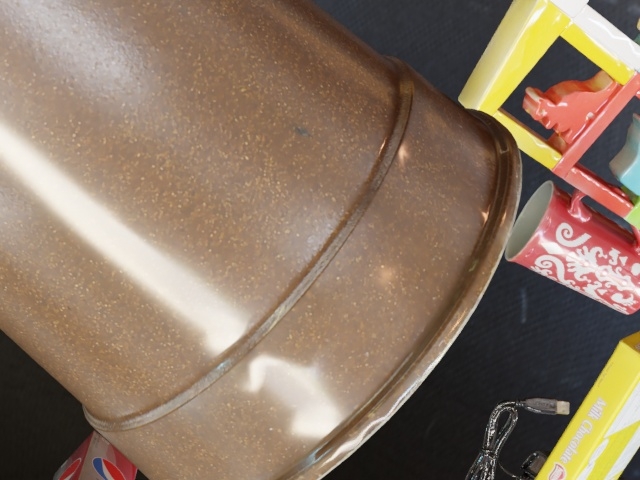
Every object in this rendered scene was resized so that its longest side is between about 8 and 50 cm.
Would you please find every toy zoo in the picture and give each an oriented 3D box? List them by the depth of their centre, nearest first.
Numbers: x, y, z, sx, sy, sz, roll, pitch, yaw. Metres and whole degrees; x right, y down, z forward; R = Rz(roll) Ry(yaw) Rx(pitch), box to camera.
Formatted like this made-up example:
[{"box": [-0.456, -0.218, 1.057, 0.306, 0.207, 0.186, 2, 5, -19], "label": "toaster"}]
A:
[{"box": [0.232, -0.125, 0.968, 0.293, 0.192, 0.030, 29, 18, -33], "label": "toy zoo"}]

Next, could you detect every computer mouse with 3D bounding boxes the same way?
[{"box": [0.348, 0.317, 1.906, 0.262, 0.184, 0.060, 13, 12, 1], "label": "computer mouse"}]

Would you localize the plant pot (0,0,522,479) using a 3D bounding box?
[{"box": [-0.055, -0.027, 0.403, 0.165, 0.167, 0.167, 41, 49, -22], "label": "plant pot"}]

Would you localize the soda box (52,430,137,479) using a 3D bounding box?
[{"box": [-0.306, 0.351, 1.714, 0.083, 0.092, 0.263, 41, 10, -12], "label": "soda box"}]

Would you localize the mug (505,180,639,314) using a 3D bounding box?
[{"box": [0.334, 0.011, 1.620, 0.169, 0.150, 0.113, 29, 73, -7], "label": "mug"}]

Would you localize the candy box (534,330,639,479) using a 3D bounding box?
[{"box": [0.180, 0.139, 0.868, 0.027, 0.205, 0.105, 39, 31, 25], "label": "candy box"}]
